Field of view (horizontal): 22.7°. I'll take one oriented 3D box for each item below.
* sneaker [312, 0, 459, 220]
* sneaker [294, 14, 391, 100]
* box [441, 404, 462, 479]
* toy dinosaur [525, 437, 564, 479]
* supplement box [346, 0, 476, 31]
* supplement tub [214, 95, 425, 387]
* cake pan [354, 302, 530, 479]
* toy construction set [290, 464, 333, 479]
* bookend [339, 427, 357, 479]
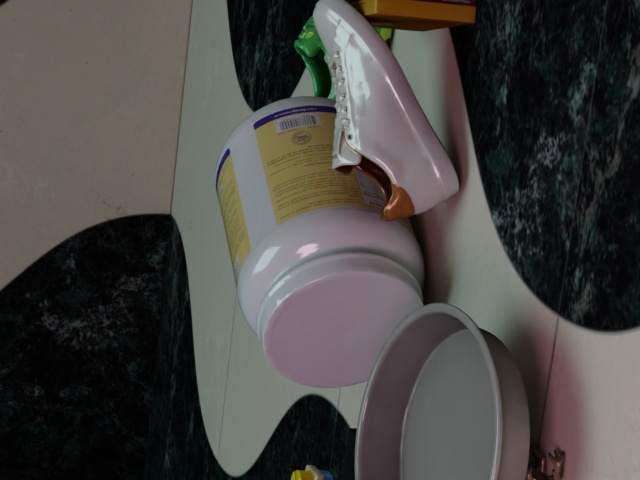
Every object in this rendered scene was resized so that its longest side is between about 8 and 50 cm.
[{"bbox_3d":[0.047,-0.157,1.916,0.290,0.123,0.106,60,171,8],"label":"sneaker"},{"bbox_3d":[0.030,-0.291,2.205,0.109,0.123,0.295,-171,85,-73],"label":"sneaker"},{"bbox_3d":[0.151,0.308,1.775,0.220,0.051,0.175,105,160,-54],"label":"box"},{"bbox_3d":[0.223,0.260,1.619,0.183,0.053,0.092,-100,5,-59],"label":"toy dinosaur"},{"bbox_3d":[0.104,-0.364,1.964,0.191,0.129,0.194,-166,80,-73],"label":"supplement box"},{"bbox_3d":[0.000,0.000,2.049,0.331,0.241,0.241,-105,24,-46],"label":"supplement tub"},{"bbox_3d":[0.127,0.213,1.668,0.293,0.054,0.293,-31,54,57],"label":"cake pan"},{"bbox_3d":[-0.020,0.484,2.170,0.215,0.151,0.327,-112,27,-43],"label":"toy construction set"},{"bbox_3d":[0.087,0.252,2.000,0.157,0.072,0.156,-157,72,-73],"label":"bookend"}]
